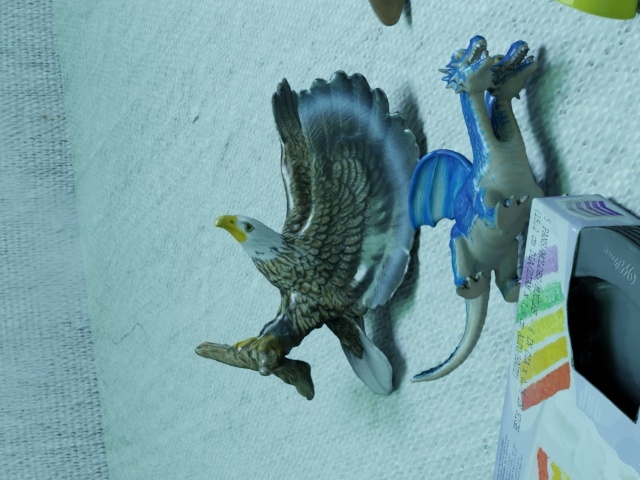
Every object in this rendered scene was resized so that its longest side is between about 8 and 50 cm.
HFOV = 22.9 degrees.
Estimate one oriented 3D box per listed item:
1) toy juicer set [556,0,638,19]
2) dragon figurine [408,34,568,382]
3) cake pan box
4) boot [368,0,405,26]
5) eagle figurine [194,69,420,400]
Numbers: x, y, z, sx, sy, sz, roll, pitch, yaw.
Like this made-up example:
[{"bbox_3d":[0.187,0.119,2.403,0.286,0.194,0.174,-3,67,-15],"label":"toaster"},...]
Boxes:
[{"bbox_3d":[0.081,-0.245,1.182,0.329,0.209,0.089,50,131,52],"label":"toy juicer set"},{"bbox_3d":[0.127,-0.025,1.281,0.144,0.085,0.289,-116,31,-45],"label":"dragon figurine"},{"bbox_3d":[0.216,0.121,1.106,0.246,0.070,0.267,-135,46,-56],"label":"cake pan box"},{"bbox_3d":[0.049,-0.252,1.513,0.087,0.042,0.118,145,120,-73],"label":"boot"},{"bbox_3d":[-0.006,-0.004,1.552,0.226,0.225,0.298,20,81,25],"label":"eagle figurine"}]
